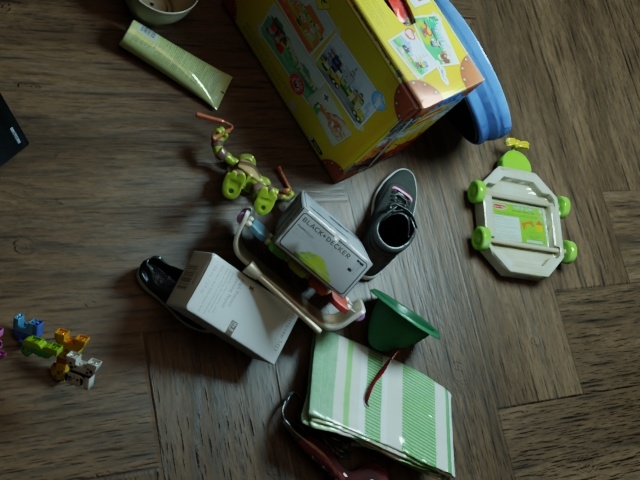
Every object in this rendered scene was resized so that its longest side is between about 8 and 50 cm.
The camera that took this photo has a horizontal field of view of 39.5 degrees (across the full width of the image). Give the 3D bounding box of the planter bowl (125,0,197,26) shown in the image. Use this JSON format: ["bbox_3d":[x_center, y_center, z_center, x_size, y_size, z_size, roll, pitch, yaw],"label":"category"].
[{"bbox_3d":[-0.342,-0.515,1.864,0.162,0.109,0.162,10,66,-22],"label":"planter bowl"}]

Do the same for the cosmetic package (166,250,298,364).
[{"bbox_3d":[-0.159,0.126,1.655,0.231,0.085,0.117,36,73,-33],"label":"cosmetic package"}]

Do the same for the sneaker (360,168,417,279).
[{"bbox_3d":[0.168,-0.058,1.912,0.105,0.147,0.295,32,58,-9],"label":"sneaker"}]

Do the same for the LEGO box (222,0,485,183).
[{"bbox_3d":[0.049,-0.427,1.869,0.193,0.372,0.500,-29,85,-33],"label":"LEGO box"}]

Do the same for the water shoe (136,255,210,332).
[{"bbox_3d":[-0.254,0.105,1.674,0.203,0.080,0.073,33,60,-11],"label":"water shoe"}]

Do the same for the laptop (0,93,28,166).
[{"bbox_3d":[-0.686,-0.199,1.561,0.264,0.136,0.234,-29,113,-10],"label":"laptop"}]

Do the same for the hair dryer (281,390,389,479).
[{"bbox_3d":[0.025,0.437,1.691,0.224,0.080,0.293,9,52,-20],"label":"hair dryer"}]

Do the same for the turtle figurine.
[{"bbox_3d":[-0.159,-0.136,1.784,0.269,0.087,0.217,43,14,-20],"label":"turtle figurine"}]

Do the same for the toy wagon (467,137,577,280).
[{"bbox_3d":[0.472,-0.077,2.119,0.267,0.068,0.344,9,66,-24],"label":"toy wagon"}]

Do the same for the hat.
[{"bbox_3d":[0.122,0.218,1.824,0.173,0.208,0.183,36,95,26],"label":"hat"}]

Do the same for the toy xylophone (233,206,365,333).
[{"bbox_3d":[-0.050,0.070,1.727,0.323,0.236,0.081,39,96,-14],"label":"toy xylophone"}]

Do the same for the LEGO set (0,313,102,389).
[{"bbox_3d":[-0.471,0.200,1.525,0.227,0.093,0.087,17,23,9],"label":"LEGO set"}]

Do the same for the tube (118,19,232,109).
[{"bbox_3d":[-0.302,-0.368,1.861,0.240,0.062,0.070,29,103,-19],"label":"tube"}]

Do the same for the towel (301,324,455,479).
[{"bbox_3d":[0.120,0.321,1.757,0.325,0.038,0.247,25,38,-14],"label":"towel"}]

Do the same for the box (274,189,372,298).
[{"bbox_3d":[0.000,0.000,1.726,0.169,0.290,0.087,40,95,-9],"label":"box"}]

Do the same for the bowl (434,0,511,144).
[{"bbox_3d":[0.286,-0.385,1.988,0.077,0.391,0.391,-32,85,1],"label":"bowl"}]
